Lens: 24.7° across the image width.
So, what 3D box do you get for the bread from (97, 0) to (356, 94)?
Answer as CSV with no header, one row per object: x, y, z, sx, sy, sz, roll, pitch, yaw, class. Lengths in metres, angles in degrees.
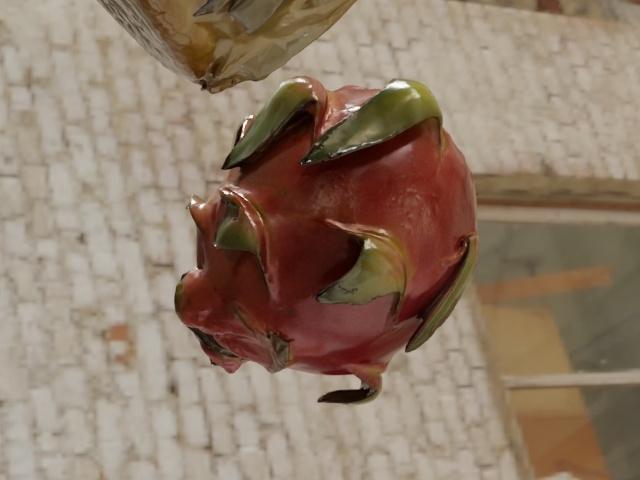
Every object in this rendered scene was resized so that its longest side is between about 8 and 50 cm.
-0.137,-0.257,0.828,0.183,0.388,0.236,-37,-172,7,bread

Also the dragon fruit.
0.005,-0.003,1.055,0.227,0.224,0.224,-55,-157,-23,dragon fruit
